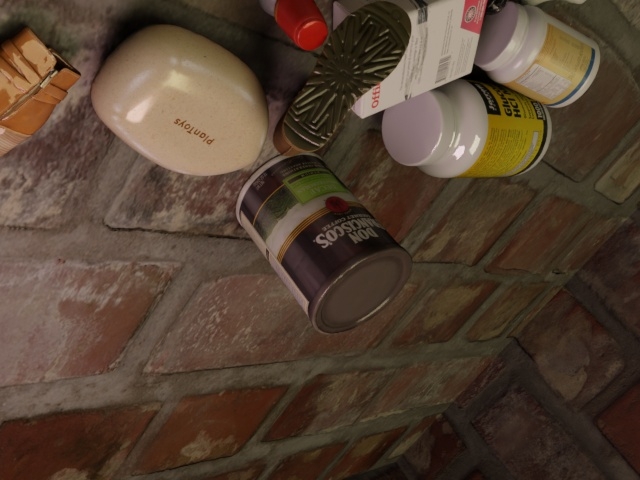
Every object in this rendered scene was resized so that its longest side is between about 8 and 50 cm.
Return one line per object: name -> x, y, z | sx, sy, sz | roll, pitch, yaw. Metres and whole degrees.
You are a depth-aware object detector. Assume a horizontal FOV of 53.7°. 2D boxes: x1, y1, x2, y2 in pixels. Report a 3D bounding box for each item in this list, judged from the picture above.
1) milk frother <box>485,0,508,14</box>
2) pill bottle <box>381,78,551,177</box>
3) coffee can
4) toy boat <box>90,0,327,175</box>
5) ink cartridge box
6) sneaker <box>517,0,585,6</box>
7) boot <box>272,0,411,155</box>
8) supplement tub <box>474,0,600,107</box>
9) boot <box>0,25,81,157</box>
milk frother -> 0.292, -0.434, 1.018 | 0.135, 0.129, 0.143 | -5, 129, -46
pill bottle -> 0.283, -0.215, 1.225 | 0.334, 0.188, 0.187 | -6, 135, -41
coffee can -> 0.000, 0.000, 1.127 | 0.202, 0.275, 0.201 | -26, 145, -20
toy boat -> -0.133, -0.230, 0.860 | 0.318, 0.148, 0.267 | -38, 144, 12
ink cartridge box -> 0.140, -0.326, 1.027 | 0.237, 0.100, 0.171 | -26, 146, -20
sneaker -> 0.502, -0.507, 1.140 | 0.331, 0.122, 0.146 | -14, 158, -3
boot -> 0.012, -0.224, 0.927 | 0.236, 0.089, 0.269 | -48, -171, 2
supplement tub -> 0.395, -0.344, 1.172 | 0.200, 0.144, 0.144 | 17, 122, -24
boot -> -0.382, -0.186, 0.713 | 0.152, 0.073, 0.197 | -41, 160, 6
